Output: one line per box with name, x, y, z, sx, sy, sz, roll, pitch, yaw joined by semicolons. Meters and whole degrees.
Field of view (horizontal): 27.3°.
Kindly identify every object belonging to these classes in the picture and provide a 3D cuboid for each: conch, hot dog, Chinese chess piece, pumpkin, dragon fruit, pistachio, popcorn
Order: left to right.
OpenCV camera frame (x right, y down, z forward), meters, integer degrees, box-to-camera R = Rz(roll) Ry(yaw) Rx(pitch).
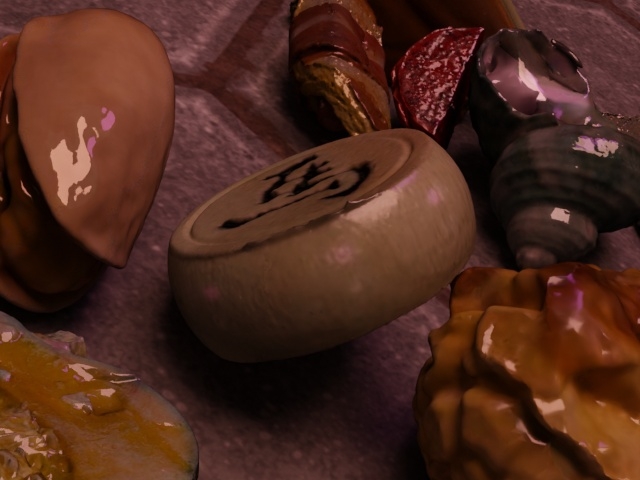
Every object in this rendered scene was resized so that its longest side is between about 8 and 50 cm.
pumpkin;-0.233;0.166;0.750;0.293;0.196;0.263;28;23;16
pistachio;-0.205;-0.074;1.086;0.188;0.187;0.299;14;43;-14
Chinese chess piece;0.000;0.000;1.053;0.250;0.250;0.101;-45;117;-52
hot dog;0.014;-0.181;1.397;0.123;0.093;0.261;48;25;-33
dragon fruit;0.116;-0.153;1.426;0.083;0.106;0.162;14;61;10
conch;0.244;-0.083;1.353;0.220;0.195;0.277;28;62;-27
popcorn;0.215;0.155;1.013;0.265;0.225;0.332;-27;81;-34

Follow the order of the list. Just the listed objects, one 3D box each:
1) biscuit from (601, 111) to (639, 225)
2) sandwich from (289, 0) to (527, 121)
biscuit;0.406;-0.059;1.515;0.147;0.046;0.250;9;39;-21
sandwich;0.105;-0.228;1.502;0.212;0.245;0.063;61;33;-9
